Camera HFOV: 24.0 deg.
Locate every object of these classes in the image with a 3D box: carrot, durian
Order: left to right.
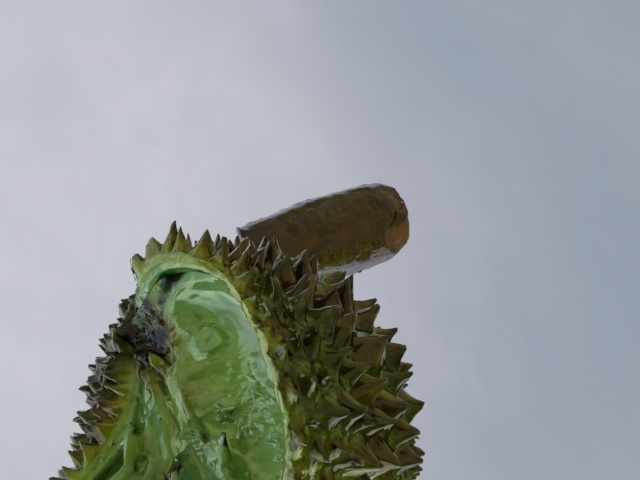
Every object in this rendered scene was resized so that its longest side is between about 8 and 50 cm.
[{"bbox_3d":[-0.043,0.109,0.804,0.200,0.236,0.176,16,-168,19],"label":"durian"},{"bbox_3d":[0.000,0.000,1.366,0.173,0.082,0.082,-17,-118,-27],"label":"carrot"}]
